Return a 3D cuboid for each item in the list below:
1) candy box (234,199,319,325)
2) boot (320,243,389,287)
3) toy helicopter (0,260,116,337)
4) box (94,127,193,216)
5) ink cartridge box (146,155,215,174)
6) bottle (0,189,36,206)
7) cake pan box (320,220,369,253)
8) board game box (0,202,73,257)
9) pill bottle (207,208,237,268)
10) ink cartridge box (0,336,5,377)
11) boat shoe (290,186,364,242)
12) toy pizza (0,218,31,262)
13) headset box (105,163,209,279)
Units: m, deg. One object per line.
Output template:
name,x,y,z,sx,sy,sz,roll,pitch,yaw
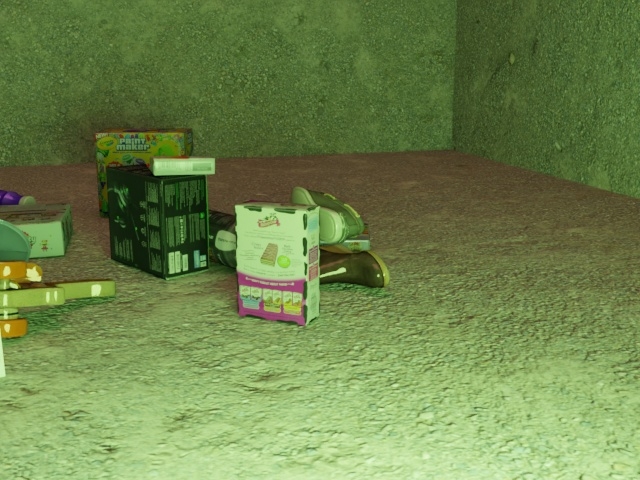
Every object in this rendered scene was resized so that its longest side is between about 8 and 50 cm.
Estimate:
candy box,-0.085,0.042,1.527,0.159,0.233,0.071,6,16,23
boot,0.017,0.083,1.736,0.207,0.090,0.248,-21,23,-26
toy helicopter,-0.583,0.108,1.564,0.235,0.140,0.355,-1,0,36
box,-0.577,-0.229,2.538,0.290,0.279,0.177,0,14,0
ink cartridge box,-0.341,-0.191,1.850,0.146,0.045,0.179,-3,16,-18
bottle,-1.060,-0.117,2.469,0.283,0.092,0.118,4,15,14
cake pan box,0.000,0.000,2.050,0.267,0.070,0.245,1,12,4
board game box,-0.815,-0.030,2.112,0.224,0.097,0.303,-4,13,-12
pill bottle,-0.231,-0.001,1.916,0.131,0.130,0.246,-13,19,-43
ink cartridge box,-0.603,0.186,1.240,0.143,0.089,0.092,-12,18,-36
boat shoe,0.009,-0.069,1.982,0.091,0.109,0.305,-6,21,-24
toy pizza,-0.779,0.009,1.773,0.202,0.201,0.032,-3,47,-11
headset box,-0.415,-0.056,1.904,0.131,0.246,0.283,-12,18,-43
